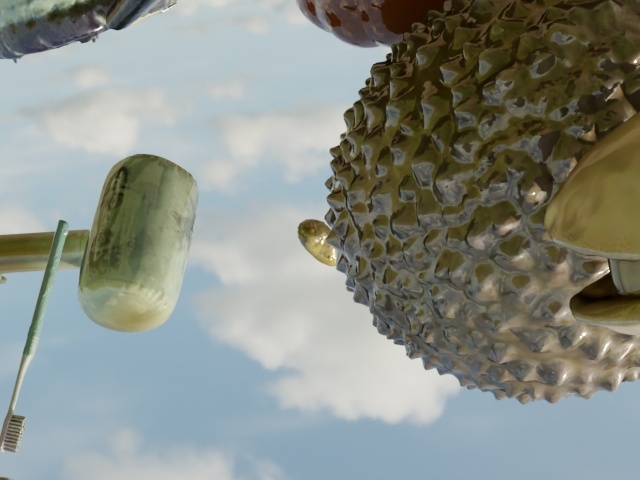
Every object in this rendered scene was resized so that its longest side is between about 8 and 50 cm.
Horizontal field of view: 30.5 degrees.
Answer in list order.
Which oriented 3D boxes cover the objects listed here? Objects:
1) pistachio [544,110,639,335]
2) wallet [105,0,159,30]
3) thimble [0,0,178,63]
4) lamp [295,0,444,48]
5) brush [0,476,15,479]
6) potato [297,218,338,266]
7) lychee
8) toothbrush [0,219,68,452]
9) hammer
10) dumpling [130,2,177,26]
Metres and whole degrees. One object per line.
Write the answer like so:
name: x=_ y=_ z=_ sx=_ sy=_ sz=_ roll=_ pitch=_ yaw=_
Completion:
pistachio: x=0.303 y=-0.025 z=0.740 sx=0.318 sy=0.193 sz=0.214 roll=-22 pitch=-168 yaw=10
wallet: x=-0.065 y=-0.281 z=0.961 sx=0.170 sy=0.044 sz=0.321 roll=-48 pitch=-167 yaw=-33
thimble: x=-0.279 y=-0.300 z=1.312 sx=0.237 sy=0.150 sz=0.237 roll=-16 pitch=-159 yaw=6
lamp: x=0.072 y=-0.294 z=1.183 sx=0.223 sy=0.196 sz=0.223 roll=-11 pitch=-126 yaw=15
brush: x=-0.147 y=0.288 z=0.922 sx=0.321 sy=0.050 sz=0.060 roll=39 pitch=-173 yaw=19
potato: x=0.000 y=0.000 z=1.584 sx=0.045 sy=0.092 sz=0.046 roll=24 pitch=-105 yaw=46
lychee: x=0.193 y=-0.058 z=1.036 sx=0.380 sy=0.432 sz=0.380 roll=3 pitch=-128 yaw=-4
toothbrush: x=-0.195 y=0.064 z=0.811 sx=0.014 sy=0.167 sz=0.011 roll=8 pitch=162 yaw=7
hammer: x=-0.287 y=0.012 z=1.314 sx=0.306 sy=0.113 sz=0.201 roll=-7 pitch=-129 yaw=22
dumpling: x=-0.257 y=-0.487 z=1.754 sx=0.187 sy=0.318 sz=0.243 roll=4 pitch=-155 yaw=-41
